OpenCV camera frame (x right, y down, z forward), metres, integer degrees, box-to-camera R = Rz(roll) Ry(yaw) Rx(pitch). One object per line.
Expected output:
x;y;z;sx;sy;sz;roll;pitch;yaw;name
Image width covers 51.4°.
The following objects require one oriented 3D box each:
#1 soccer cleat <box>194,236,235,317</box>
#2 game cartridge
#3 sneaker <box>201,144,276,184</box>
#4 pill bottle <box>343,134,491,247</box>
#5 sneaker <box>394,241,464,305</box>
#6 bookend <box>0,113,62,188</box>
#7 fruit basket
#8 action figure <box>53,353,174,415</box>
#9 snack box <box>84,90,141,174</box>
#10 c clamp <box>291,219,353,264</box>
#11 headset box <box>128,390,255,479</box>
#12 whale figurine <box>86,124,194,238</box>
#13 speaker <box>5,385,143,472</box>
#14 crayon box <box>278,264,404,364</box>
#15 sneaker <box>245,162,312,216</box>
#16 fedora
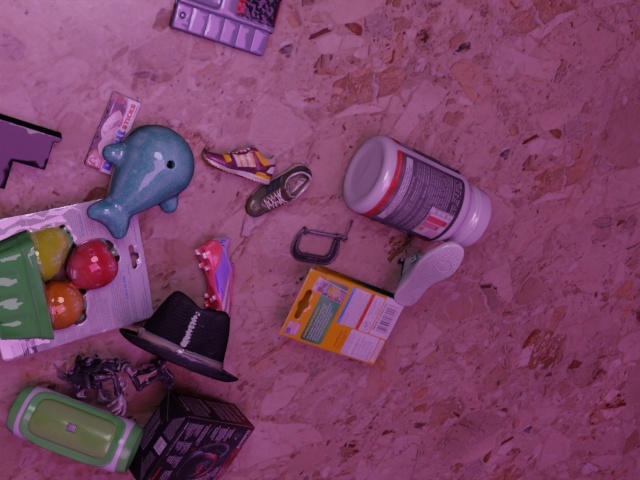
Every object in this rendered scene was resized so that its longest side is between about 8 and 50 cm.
-0.250;0.111;1.688;0.095;0.083;0.248;-23;118;-30;soccer cleat
-0.179;-0.614;1.475;0.230;0.068;0.355;12;103;-21;game cartridge
-0.196;-0.198;1.611;0.185;0.069;0.084;17;92;-32;sneaker
0.258;-0.116;1.740;0.362;0.210;0.210;21;99;-27;pill bottle
0.292;0.053;1.816;0.094;0.151;0.256;32;129;-13;sneaker
-0.654;-0.177;1.420;0.157;0.072;0.156;15;102;-27;bookend
-0.577;0.076;1.520;0.353;0.165;0.327;-19;115;-33;fruit basket
-0.503;0.346;1.618;0.275;0.164;0.141;1;100;-29;action figure
-0.470;-0.242;1.502;0.064;0.022;0.178;21;99;-29;snack box
0.000;0.000;1.784;0.160;0.022;0.137;4;111;-25;c clamp
-0.327;0.531;1.738;0.218;0.110;0.293;-56;141;4;headset box
-0.391;-0.132;1.475;0.216;0.141;0.272;48;67;-32;whale figurine
-0.582;0.450;1.584;0.296;0.131;0.131;21;100;-2;speaker
0.051;0.200;1.837;0.322;0.083;0.203;22;98;-28;crayon box
-0.100;-0.121;1.660;0.192;0.086;0.064;-38;118;-6;sneaker
-0.309;0.216;1.577;0.334;0.334;0.153;30;78;-28;fedora
